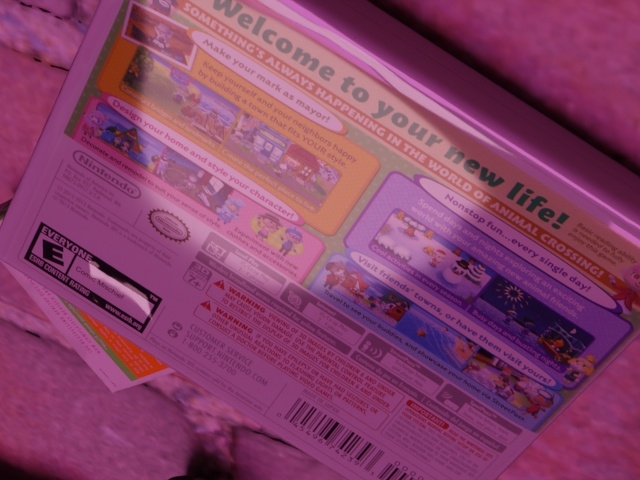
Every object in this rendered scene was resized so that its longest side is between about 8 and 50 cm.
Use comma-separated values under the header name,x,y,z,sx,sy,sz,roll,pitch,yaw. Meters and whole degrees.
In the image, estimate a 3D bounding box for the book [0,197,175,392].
name,x,y,z,sx,sy,sz,roll,pitch,yaw
book,-0.069,0.007,0.684,0.144,0.035,0.096,-19,119,48

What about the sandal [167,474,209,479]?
name,x,y,z,sx,sy,sz,roll,pitch,yaw
sandal,-0.041,0.243,0.885,0.086,0.120,0.303,6,139,13

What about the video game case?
name,x,y,z,sx,sy,sz,roll,pitch,yaw
video game case,0.000,0.000,0.597,0.212,0.023,0.193,33,136,-2
